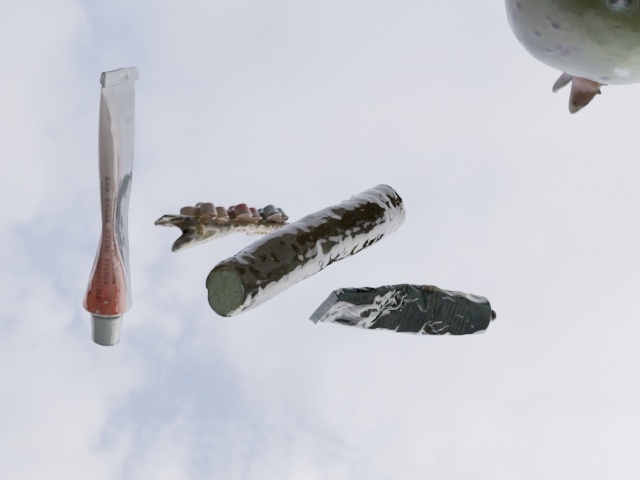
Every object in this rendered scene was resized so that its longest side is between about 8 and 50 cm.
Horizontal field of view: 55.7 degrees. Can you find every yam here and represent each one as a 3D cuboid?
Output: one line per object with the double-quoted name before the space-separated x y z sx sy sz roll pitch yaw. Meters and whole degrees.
"yam" 0.000 0.000 0.566 0.061 0.061 0.274 40 -145 18

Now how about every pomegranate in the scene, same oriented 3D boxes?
"pomegranate" 0.354 -0.286 0.693 0.290 0.323 0.291 -15 -146 11

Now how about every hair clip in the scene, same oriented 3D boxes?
"hair clip" -0.106 -0.022 0.714 0.062 0.214 0.056 -30 -101 34

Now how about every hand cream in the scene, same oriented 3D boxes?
"hand cream" 0.115 0.092 0.763 0.247 0.075 0.052 4 -145 -22
"hand cream" -0.155 -0.018 0.450 0.038 0.216 0.052 -1 -158 -27
